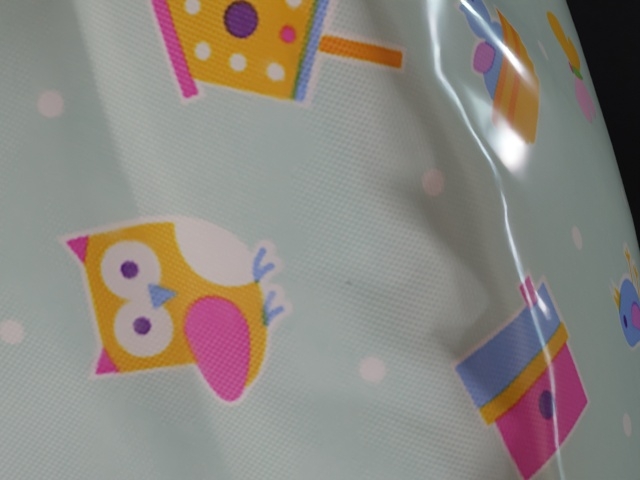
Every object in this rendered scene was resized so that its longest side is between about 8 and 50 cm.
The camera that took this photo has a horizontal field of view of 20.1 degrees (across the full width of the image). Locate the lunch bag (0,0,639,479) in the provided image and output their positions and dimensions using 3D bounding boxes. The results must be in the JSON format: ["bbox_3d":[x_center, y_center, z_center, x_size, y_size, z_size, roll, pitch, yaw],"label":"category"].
[{"bbox_3d":[0.000,0.000,0.452,0.160,0.223,0.262,-15,-168,17],"label":"lunch bag"}]
